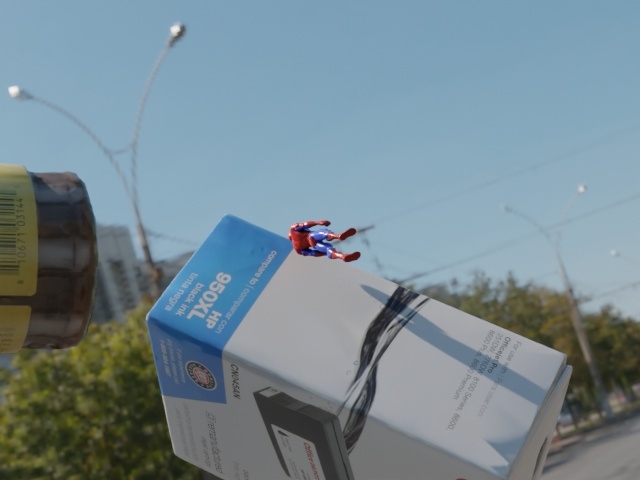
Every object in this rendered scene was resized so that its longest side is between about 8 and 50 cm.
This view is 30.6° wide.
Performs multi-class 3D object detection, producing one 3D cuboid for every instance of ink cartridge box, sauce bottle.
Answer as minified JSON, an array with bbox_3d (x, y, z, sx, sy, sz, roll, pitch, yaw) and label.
[{"bbox_3d":[0.036,0.180,1.241,0.166,0.395,0.285,-55,-22,-34],"label":"ink cartridge box"},{"bbox_3d":[-0.295,0.004,0.609,0.345,0.111,0.111,4,-21,-25],"label":"sauce bottle"}]

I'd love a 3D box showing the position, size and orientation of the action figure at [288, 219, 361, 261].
[{"bbox_3d":[0.000,0.000,1.145,0.030,0.038,0.115,-25,18,-29],"label":"action figure"}]
